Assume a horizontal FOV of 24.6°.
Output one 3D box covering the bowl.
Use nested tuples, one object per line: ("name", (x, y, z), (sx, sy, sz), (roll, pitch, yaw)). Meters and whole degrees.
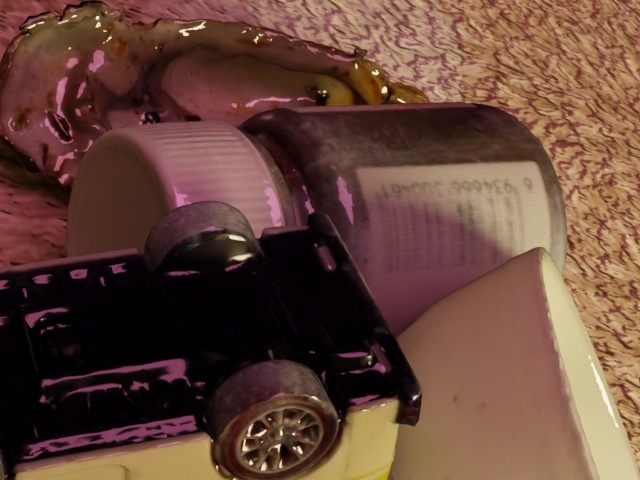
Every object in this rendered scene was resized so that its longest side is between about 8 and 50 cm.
("bowl", (0.100, 0.152, 0.785), (0.277, 0.145, 0.277), (-18, 90, -76))

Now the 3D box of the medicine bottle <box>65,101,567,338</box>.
("medicine bottle", (0.000, 0.000, 0.887), (0.273, 0.165, 0.165), (-5, 55, -32))

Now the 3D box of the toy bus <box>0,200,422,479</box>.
("toy bus", (-0.125, 0.103, 0.679), (0.305, 0.179, 0.143), (-9, 40, -18))

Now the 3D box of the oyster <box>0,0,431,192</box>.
("oyster", (-0.063, -0.085, 0.997), (0.345, 0.078, 0.128), (-2, 75, -34))
